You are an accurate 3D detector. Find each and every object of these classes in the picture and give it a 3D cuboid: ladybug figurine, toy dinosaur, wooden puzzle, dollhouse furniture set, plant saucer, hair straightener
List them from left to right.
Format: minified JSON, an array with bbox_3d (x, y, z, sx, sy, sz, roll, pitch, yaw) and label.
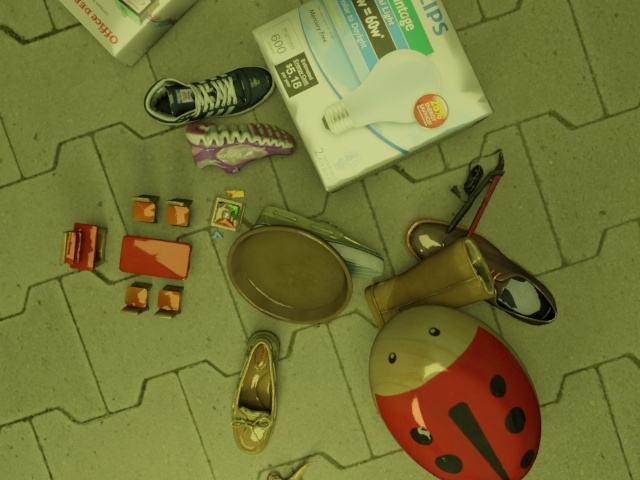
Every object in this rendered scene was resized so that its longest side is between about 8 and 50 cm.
[{"bbox_3d":[-0.412,0.030,1.551,0.259,0.135,0.261,7,94,1],"label":"dollhouse furniture set"},{"bbox_3d":[-0.211,-0.059,1.599,0.079,0.014,0.116,8,95,2],"label":"wooden puzzle"},{"bbox_3d":[-0.074,0.560,1.628,0.093,0.053,0.183,18,102,-15],"label":"toy dinosaur"},{"bbox_3d":[-0.064,0.070,1.524,0.278,0.041,0.277,9,131,11],"label":"plant saucer"},{"bbox_3d":[0.281,0.335,1.417,0.305,0.162,0.449,-38,102,6],"label":"ladybug figurine"},{"bbox_3d":[0.327,-0.109,1.533,0.089,0.047,0.230,28,76,10],"label":"hair straightener"}]

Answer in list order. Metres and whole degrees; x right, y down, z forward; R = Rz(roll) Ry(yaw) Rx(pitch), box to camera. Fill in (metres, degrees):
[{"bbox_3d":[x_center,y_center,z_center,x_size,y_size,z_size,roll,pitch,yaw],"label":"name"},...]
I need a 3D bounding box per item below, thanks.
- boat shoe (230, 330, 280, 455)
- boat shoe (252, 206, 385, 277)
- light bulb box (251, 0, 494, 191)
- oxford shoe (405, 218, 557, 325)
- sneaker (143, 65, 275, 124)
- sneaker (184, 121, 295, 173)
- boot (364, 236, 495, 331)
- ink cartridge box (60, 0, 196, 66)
[{"bbox_3d":[-0.148,0.346,1.587,0.105,0.089,0.285,4,94,1],"label":"boat shoe"},{"bbox_3d":[0.000,0.000,1.551,0.303,0.109,0.094,17,68,-2],"label":"boat shoe"},{"bbox_3d":[0.105,-0.330,1.465,0.361,0.225,0.357,-26,93,4],"label":"light bulb box"},{"bbox_3d":[0.351,0.062,1.528,0.364,0.133,0.129,28,95,0],"label":"oxford shoe"},{"bbox_3d":[-0.237,-0.309,1.513,0.282,0.153,0.099,-15,94,3],"label":"sneaker"},{"bbox_3d":[-0.175,-0.196,1.556,0.237,0.095,0.104,1,118,-9],"label":"sneaker"},{"bbox_3d":[0.244,0.148,1.499,0.270,0.089,0.236,-27,92,34],"label":"boot"},{"bbox_3d":[-0.396,-0.544,1.521,0.278,0.117,0.201,-44,91,5],"label":"ink cartridge box"}]
